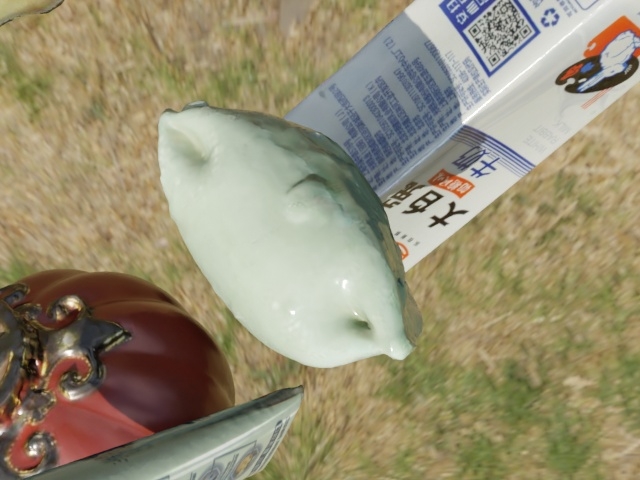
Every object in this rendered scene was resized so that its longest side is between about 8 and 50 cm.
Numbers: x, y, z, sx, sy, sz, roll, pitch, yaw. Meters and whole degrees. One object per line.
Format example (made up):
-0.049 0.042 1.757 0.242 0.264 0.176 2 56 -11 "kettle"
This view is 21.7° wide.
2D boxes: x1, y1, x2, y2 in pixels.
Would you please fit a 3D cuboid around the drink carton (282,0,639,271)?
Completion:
0.106 -0.107 1.159 0.315 0.130 0.107 -40 60 18 "drink carton"

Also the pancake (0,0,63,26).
-0.130 -0.190 0.617 0.212 0.029 0.235 9 97 31 "pancake"

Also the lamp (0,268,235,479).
-0.158 0.120 0.981 0.226 0.227 0.227 0 81 -1 "lamp"

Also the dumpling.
0.000 -0.007 0.972 0.149 0.105 0.217 -18 54 -38 "dumpling"

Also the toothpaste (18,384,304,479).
-0.090 0.121 0.845 0.039 0.239 0.062 39 120 26 "toothpaste"
